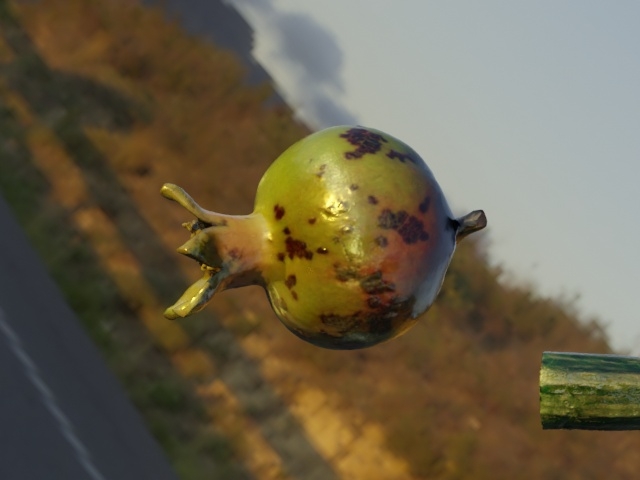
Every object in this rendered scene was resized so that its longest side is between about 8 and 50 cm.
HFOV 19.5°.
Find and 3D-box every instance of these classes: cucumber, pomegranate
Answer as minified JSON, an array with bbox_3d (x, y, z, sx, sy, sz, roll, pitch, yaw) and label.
[{"bbox_3d":[0.180,0.092,1.110,0.048,0.105,0.048,3,90,-89],"label":"cucumber"},{"bbox_3d":[-0.004,0.000,1.275,0.220,0.156,0.156,-4,39,-39],"label":"pomegranate"}]
